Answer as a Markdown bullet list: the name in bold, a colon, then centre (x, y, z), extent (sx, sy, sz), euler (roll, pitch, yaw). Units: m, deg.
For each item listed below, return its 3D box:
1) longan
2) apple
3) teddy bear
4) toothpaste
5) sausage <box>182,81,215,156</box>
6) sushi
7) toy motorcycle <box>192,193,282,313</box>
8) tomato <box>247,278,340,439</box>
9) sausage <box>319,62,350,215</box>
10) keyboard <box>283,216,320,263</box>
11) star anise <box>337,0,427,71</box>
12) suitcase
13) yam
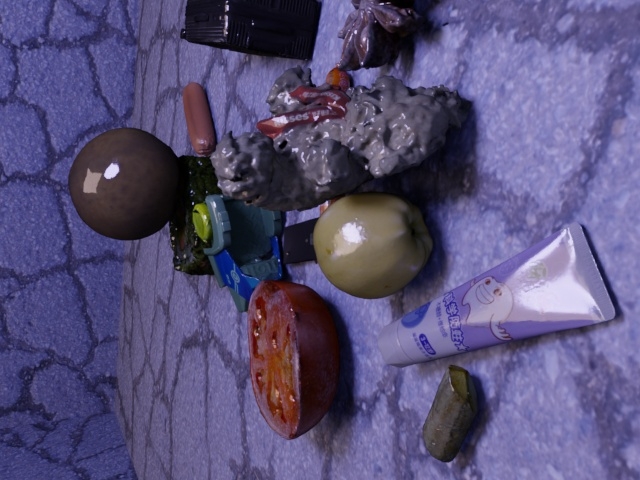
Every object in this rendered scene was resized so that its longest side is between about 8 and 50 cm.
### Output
- **longan**: centre (-0.536, -0.156, 1.480), extent (0.319, 0.318, 0.319), euler (0, 90, 59)
- **apple**: centre (0.085, 0.007, 0.892), extent (0.200, 0.200, 0.200), euler (0, 90, 59)
- **teddy bear**: centre (0.050, -0.187, 0.879), extent (0.367, 0.357, 0.225), euler (-18, 118, 33)
- **toothpaste**: centre (0.230, 0.105, 0.772), extent (0.371, 0.079, 0.125), euler (-34, 58, 45)
- **sausage**: centre (-0.408, -0.409, 1.791), extent (0.086, 0.086, 0.289), euler (-48, 49, 47)
- **sushi**: centre (-0.351, -0.064, 1.605), extent (0.294, 0.178, 0.352), euler (-39, 57, 51)
- **toy motorcycle**: centre (-0.178, 0.033, 1.338), extent (0.200, 0.191, 0.327), euler (-7, 97, 58)
- **tomato**: centre (-0.048, 0.238, 1.144), extent (0.338, 0.143, 0.339), euler (4, 94, 63)
- **sausage**: centre (0.030, -0.192, 1.080), extent (0.053, 0.053, 0.348), euler (-7, 79, 58)
- **keyboard**: centre (0.000, 0.000, 1.176), extent (0.317, 0.027, 0.106), euler (-10, 77, 58)
- **star anise**: centre (0.111, -0.395, 0.922), extent (0.223, 0.108, 0.236), euler (131, 144, -50)
- **suitcase**: centre (-0.179, -0.532, 1.275), extent (0.335, 0.229, 0.152), euler (33, 118, 55)
- **yam**: centre (0.201, 0.260, 0.809), extent (0.070, 0.069, 0.147), euler (44, 126, 50)
